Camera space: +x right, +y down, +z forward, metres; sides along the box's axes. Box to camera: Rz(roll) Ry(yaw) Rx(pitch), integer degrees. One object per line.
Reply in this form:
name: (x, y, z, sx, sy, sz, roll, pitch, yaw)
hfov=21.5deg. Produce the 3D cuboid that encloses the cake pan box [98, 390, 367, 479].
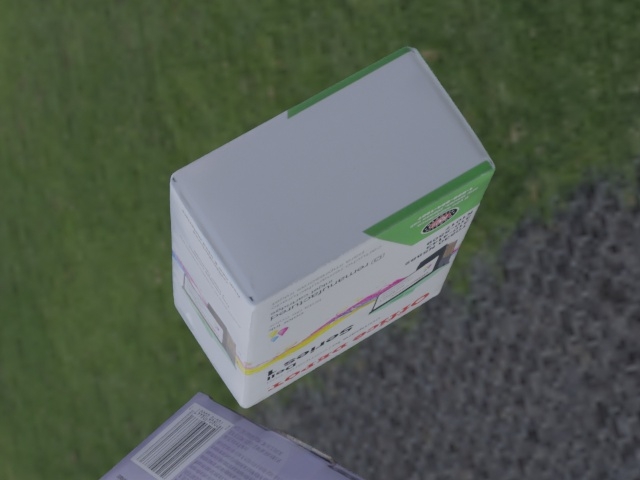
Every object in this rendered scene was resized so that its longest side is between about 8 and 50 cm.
cake pan box: (-0.081, 0.183, 0.684, 0.070, 0.246, 0.267, 55, 163, -20)

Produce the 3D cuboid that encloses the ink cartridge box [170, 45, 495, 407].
ink cartridge box: (0.000, 0.000, 1.268, 0.117, 0.201, 0.278, 56, 166, 15)
